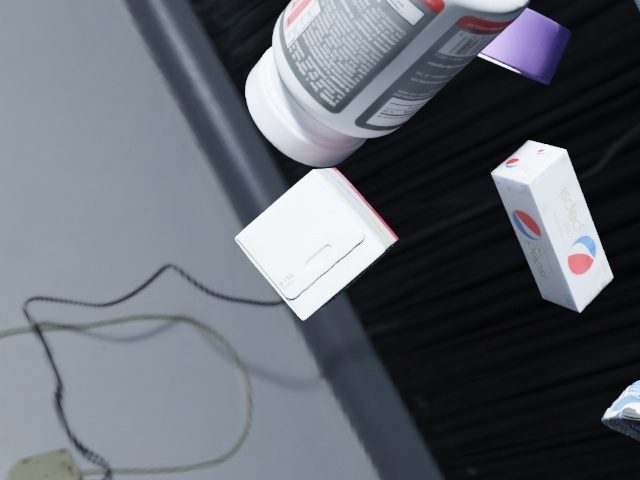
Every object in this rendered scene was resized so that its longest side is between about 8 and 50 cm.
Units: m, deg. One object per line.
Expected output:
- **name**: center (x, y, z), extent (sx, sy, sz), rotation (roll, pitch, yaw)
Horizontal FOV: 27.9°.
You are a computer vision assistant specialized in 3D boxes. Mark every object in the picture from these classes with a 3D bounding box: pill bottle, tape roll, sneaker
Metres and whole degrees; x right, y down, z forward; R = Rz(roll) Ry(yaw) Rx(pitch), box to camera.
- **pill bottle**: center (0.070, -0.255, 1.565), extent (0.210, 0.363, 0.210), rotation (21, 49, -27)
- **tape roll**: center (0.249, -0.337, 2.006), extent (0.274, 0.275, 0.090), rotation (16, 102, -38)
- **sneaker**: center (0.441, 0.232, 1.789), extent (0.080, 0.211, 0.081), rotation (23, 86, 11)

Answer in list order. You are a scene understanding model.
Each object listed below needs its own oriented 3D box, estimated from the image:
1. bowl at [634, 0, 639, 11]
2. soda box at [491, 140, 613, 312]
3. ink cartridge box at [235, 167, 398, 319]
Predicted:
- **bowl**: center (0.602, -0.331, 1.849), extent (0.311, 0.311, 0.163), rotation (-29, 115, -45)
- **soda box**: center (0.295, -0.016, 1.625), extent (0.074, 0.069, 0.216), rotation (-40, 124, -20)
- **ink cartridge box**: center (0.000, 0.000, 1.523), extent (0.127, 0.128, 0.176), rotation (49, 8, 2)
